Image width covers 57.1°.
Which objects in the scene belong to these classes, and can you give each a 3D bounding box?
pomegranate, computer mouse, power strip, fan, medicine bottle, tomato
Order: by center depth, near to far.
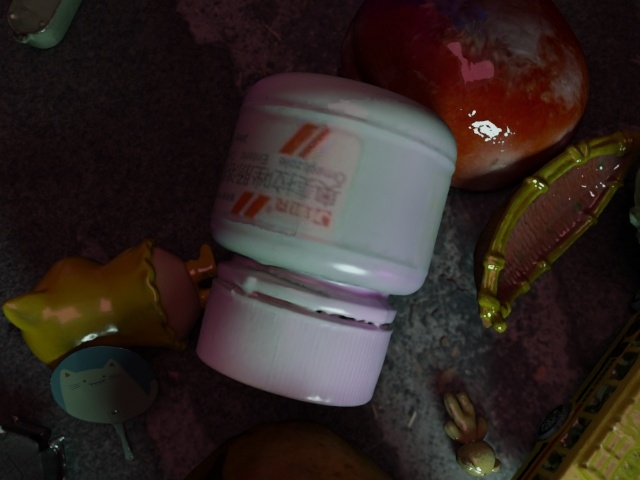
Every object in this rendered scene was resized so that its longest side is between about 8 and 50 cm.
[{"bbox_3d":[-0.027,0.319,0.559,0.281,0.281,0.281,0,76,2],"label":"pomegranate"},{"bbox_3d":[0.000,0.000,0.639,0.241,0.241,0.302,15,89,5],"label":"medicine bottle"},{"bbox_3d":[-0.236,0.188,0.665,0.113,0.005,0.175,-9,119,-6],"label":"fan"},{"bbox_3d":[-0.384,0.308,0.670,0.126,0.071,0.231,34,69,24],"label":"computer mouse"},{"bbox_3d":[0.192,-0.242,0.738,0.289,0.176,0.335,-33,76,-9],"label":"tomato"},{"bbox_3d":[-0.370,-0.403,0.858,0.080,0.048,0.286,17,77,8],"label":"power strip"}]

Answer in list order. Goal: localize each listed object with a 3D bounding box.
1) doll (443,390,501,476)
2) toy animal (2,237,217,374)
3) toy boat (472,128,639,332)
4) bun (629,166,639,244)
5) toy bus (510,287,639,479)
[{"bbox_3d":[0.175,0.223,0.682,0.061,0.051,0.093,2,77,-27],"label":"doll"},{"bbox_3d":[-0.224,0.078,0.682,0.229,0.156,0.156,-22,76,-10],"label":"toy animal"},{"bbox_3d":[0.275,-0.024,0.707,0.318,0.141,0.099,-45,39,-14],"label":"toy boat"},{"bbox_3d":[0.422,-0.026,0.664,0.126,0.212,0.204,-17,61,21],"label":"bun"},{"bbox_3d":[0.353,0.184,0.650,0.121,0.123,0.335,40,80,10],"label":"toy bus"}]
